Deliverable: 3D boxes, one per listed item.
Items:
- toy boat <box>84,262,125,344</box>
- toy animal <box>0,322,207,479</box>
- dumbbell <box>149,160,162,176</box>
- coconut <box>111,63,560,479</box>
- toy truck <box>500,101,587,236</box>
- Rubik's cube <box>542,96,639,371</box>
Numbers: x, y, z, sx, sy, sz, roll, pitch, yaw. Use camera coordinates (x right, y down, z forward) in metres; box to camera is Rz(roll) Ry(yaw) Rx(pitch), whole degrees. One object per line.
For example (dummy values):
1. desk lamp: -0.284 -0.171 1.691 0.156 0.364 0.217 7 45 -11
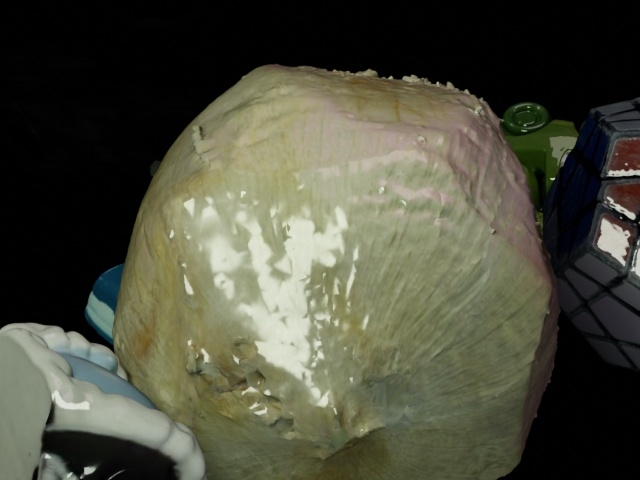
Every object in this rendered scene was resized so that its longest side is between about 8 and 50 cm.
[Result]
1. toy boat: -0.097 0.044 1.922 0.299 0.062 0.096 -12 34 -37
2. toy animal: -0.195 0.175 1.490 0.156 0.208 0.204 3 25 -38
3. dumbbell: -0.107 -0.050 2.058 0.081 0.082 0.254 -13 22 -38
4. coconut: 0.014 0.060 1.586 0.404 0.405 0.404 8 27 -4
5. toy truck: 0.257 -0.052 2.164 0.187 0.148 0.210 22 50 26
6. Rubik's cube: 0.378 -0.009 1.929 0.264 0.319 0.319 17 26 -10
